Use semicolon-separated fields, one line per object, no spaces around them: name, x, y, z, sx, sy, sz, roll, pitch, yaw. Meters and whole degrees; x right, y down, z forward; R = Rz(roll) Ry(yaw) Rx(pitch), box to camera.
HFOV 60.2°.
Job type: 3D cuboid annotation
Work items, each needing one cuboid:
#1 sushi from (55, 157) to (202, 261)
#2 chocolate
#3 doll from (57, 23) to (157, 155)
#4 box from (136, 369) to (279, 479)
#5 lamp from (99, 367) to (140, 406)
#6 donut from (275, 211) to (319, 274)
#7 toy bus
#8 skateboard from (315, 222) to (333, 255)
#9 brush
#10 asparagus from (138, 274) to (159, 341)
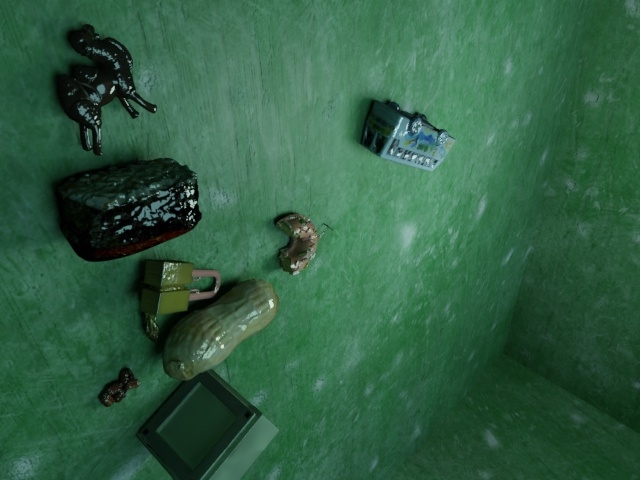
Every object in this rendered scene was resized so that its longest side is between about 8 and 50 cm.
sushi;-0.314;-0.059;0.916;0.225;0.136;0.126;-25;130;-31
chocolate;-0.218;0.188;1.226;0.309;0.134;0.134;-36;139;-32
doll;-0.334;-0.232;0.832;0.139;0.057;0.165;-42;133;-22
box;-0.262;0.441;1.268;0.225;0.225;0.117;-48;144;-18
lamp;-0.418;0.309;1.144;0.083;0.031;0.063;-37;139;-23
donut;-0.050;0.002;1.359;0.117;0.065;0.166;-34;139;-32
toy bus;0.240;-0.278;1.495;0.329;0.109;0.136;3;123;-52
skateboard;0.000;0.000;1.456;0.083;0.032;0.064;-50;155;-11
brush;-0.275;0.092;1.139;0.233;0.047;0.103;6;92;-69
asparagus;-0.345;0.142;1.110;0.030;0.036;0.165;-12;127;-24
